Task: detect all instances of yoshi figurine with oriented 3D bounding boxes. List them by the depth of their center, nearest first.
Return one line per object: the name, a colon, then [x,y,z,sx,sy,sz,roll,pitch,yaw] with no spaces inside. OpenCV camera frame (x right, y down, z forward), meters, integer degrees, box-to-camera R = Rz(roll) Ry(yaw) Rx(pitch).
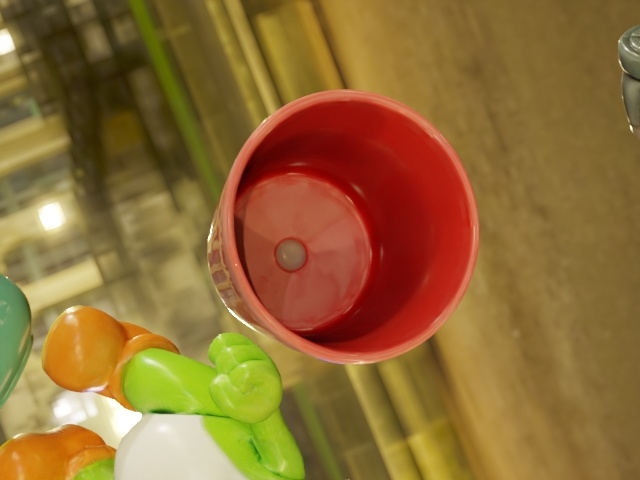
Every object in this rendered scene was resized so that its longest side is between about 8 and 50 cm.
yoshi figurine: [-0.067,0.184,1.247,0.362,0.203,0.203,27,145,31]

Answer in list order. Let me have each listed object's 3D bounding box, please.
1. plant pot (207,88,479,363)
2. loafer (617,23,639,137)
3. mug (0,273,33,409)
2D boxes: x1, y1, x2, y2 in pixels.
plant pot: [0.000,0.000,2.012,0.275,0.275,0.243,68,162,1]
loafer: [0.359,-0.139,1.489,0.096,0.267,0.084,-108,11,-57]
mug: [-0.271,0.089,1.374,0.097,0.157,0.129,29,165,-17]
